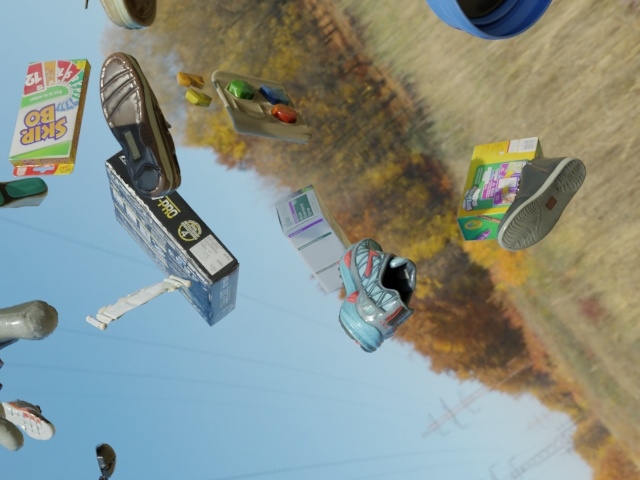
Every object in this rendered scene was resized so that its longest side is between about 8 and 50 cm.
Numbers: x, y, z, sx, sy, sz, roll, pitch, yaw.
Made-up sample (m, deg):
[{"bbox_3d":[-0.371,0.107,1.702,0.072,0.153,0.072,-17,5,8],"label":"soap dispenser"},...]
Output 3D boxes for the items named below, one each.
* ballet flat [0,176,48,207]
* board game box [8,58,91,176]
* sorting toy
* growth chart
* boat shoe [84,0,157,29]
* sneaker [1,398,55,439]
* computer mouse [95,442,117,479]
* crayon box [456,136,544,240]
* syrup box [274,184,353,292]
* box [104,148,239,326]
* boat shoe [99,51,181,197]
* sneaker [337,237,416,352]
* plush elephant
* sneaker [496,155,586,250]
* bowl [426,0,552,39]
[{"bbox_3d":[-0.807,-0.107,2.035,0.248,0.086,0.086,-8,-125,-46],"label":"ballet flat"},{"bbox_3d":[-0.532,-0.244,1.594,0.039,0.124,0.259,74,-165,-65],"label":"board game box"},{"bbox_3d":[-0.182,-0.338,1.954,0.307,0.041,0.229,6,-138,-31],"label":"sorting toy"},{"bbox_3d":[-0.413,0.135,1.825,0.021,0.237,0.172,66,164,-14],"label":"growth chart"},{"bbox_3d":[-0.294,-0.391,1.048,0.104,0.089,0.285,8,-120,-69],"label":"boat shoe"},{"bbox_3d":[-0.628,0.380,1.768,0.158,0.061,0.065,19,-155,24],"label":"sneaker"},{"bbox_3d":[-0.489,0.525,1.861,0.242,0.041,0.071,-150,46,-71],"label":"computer mouse"},{"bbox_3d":[0.439,-0.127,1.957,0.081,0.165,0.278,61,-144,-36],"label":"crayon box"},{"bbox_3d":[0.000,0.000,1.711,0.237,0.096,0.093,56,-170,-47],"label":"syrup box"},{"bbox_3d":[-0.356,-0.002,1.955,0.395,0.097,0.318,46,156,13],"label":"box"},{"bbox_3d":[-0.309,-0.199,1.414,0.095,0.095,0.257,-15,-89,-66],"label":"boat shoe"},{"bbox_3d":[0.105,0.068,1.285,0.104,0.125,0.262,44,-157,-23],"label":"sneaker"},{"bbox_3d":[-0.611,0.272,1.374,0.272,0.330,0.255,-53,-45,-54],"label":"plush elephant"},{"bbox_3d":[0.400,-0.071,1.550,0.083,0.222,0.118,48,170,-22],"label":"sneaker"},{"bbox_3d":[0.271,-0.515,1.261,0.077,0.391,0.391,17,164,42],"label":"bowl"}]
